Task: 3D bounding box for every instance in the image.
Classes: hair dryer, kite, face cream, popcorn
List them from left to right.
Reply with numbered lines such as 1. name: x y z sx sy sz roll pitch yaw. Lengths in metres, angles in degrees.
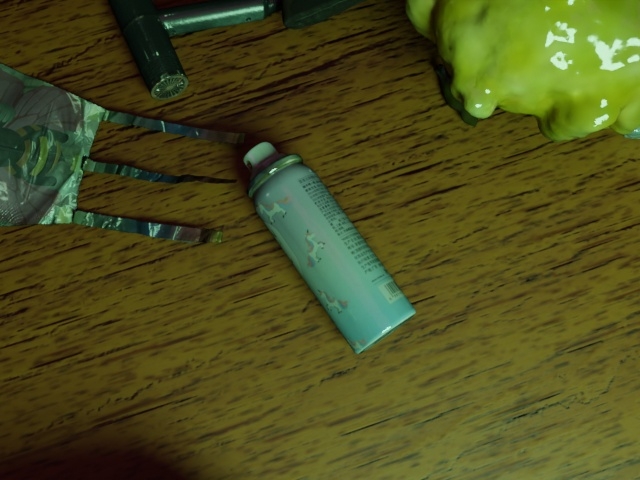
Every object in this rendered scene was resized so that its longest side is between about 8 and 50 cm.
1. kite: -0.265 -0.080 0.786 0.360 0.022 0.204 12 76 6
2. hair dryer: -0.131 -0.267 0.826 0.194 0.050 0.173 -25 79 -11
3. face cream: 0.000 0.000 0.743 0.075 0.075 0.229 -33 78 -9
4. popcorn: 0.232 -0.254 0.712 0.297 0.281 0.316 7 80 0

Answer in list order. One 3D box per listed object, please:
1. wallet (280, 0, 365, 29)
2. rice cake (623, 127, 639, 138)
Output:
1. wallet: 0.013 -0.389 0.824 0.165 0.042 0.310 -16 68 18
2. rice cake: 0.441 -0.160 0.809 0.236 0.043 0.127 0 76 -1
